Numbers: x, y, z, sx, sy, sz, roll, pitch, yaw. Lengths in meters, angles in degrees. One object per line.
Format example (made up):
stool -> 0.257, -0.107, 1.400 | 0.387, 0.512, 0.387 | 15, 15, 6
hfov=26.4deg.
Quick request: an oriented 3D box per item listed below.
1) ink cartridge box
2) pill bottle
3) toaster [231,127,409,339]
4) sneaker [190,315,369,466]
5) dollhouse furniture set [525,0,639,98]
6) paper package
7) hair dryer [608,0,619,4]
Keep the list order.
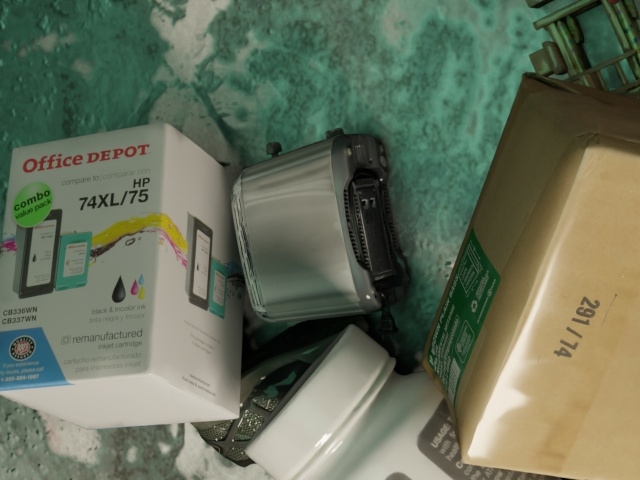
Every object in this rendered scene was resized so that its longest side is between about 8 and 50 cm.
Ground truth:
ink cartridge box -> -0.207, 0.044, 1.449 | 0.198, 0.197, 0.270 | -8, 68, 22
pill bottle -> 0.115, 0.262, 1.369 | 0.361, 0.204, 0.204 | 41, 109, 1
toaster -> 0.000, 0.000, 1.451 | 0.147, 0.129, 0.226 | -11, 92, 26
sneaker -> -0.026, 0.173, 1.511 | 0.228, 0.087, 0.130 | -34, 107, 5
dollhouse furniture set -> 0.251, -0.214, 1.305 | 0.101, 0.161, 0.181 | -25, 89, 22
paper package -> 0.286, 0.044, 1.230 | 0.310, 0.168, 0.324 | 10, 116, -15
hair dryer -> 0.380, -0.259, 1.200 | 0.294, 0.080, 0.223 | -2, 98, 25
